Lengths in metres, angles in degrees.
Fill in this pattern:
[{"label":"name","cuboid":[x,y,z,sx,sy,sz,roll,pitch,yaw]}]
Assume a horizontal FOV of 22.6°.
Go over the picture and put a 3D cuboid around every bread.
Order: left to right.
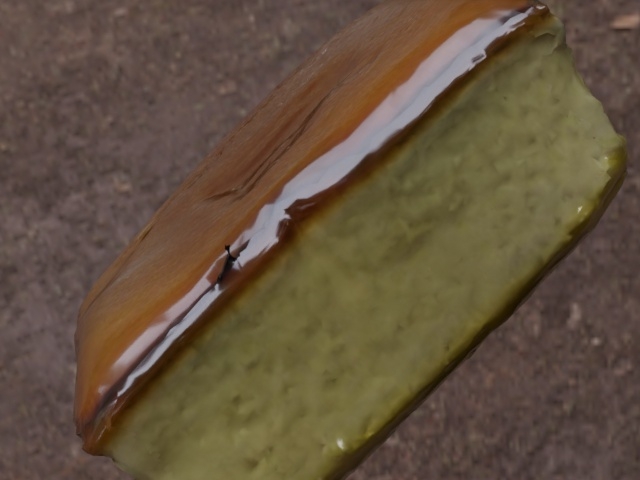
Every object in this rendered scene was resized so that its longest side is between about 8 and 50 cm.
[{"label":"bread","cuboid":[0.000,0.000,0.944,0.323,0.143,0.333,-45,12,-2]}]
